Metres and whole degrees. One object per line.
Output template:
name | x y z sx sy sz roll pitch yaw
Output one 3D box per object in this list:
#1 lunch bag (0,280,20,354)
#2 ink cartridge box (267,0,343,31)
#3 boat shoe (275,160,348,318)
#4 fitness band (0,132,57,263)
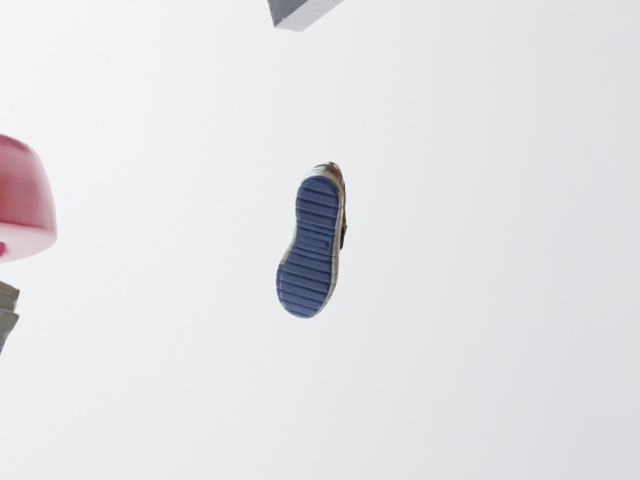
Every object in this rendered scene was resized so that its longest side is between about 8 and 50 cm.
lunch bag | -0.136 0.038 0.376 0.053 0.083 0.071 37 -113 -59
ink cartridge box | 0.000 -0.338 1.182 0.045 0.208 0.206 -7 -102 -38
boat shoe | 0.000 0.000 1.310 0.066 0.066 0.183 -58 -15 -57
fitness band | -0.230 -0.002 0.496 0.291 0.209 0.054 8 -114 -78
